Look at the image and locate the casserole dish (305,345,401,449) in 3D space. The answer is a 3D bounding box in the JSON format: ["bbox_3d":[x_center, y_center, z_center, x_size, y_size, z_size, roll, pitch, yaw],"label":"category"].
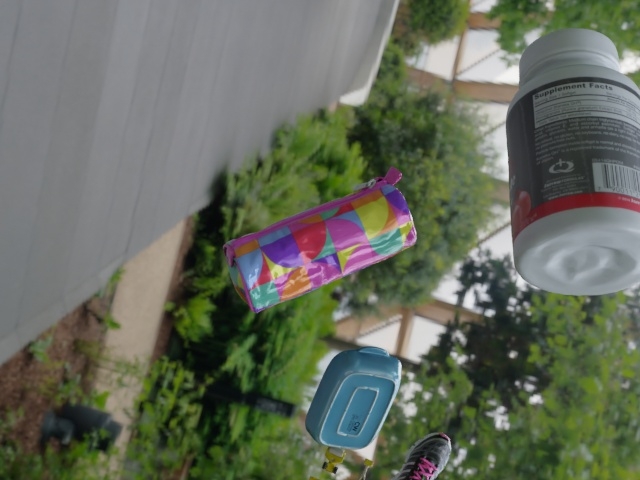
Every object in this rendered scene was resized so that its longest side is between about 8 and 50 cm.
[{"bbox_3d":[0.049,0.234,1.296,0.037,0.114,0.188,-105,-149,-56],"label":"casserole dish"}]

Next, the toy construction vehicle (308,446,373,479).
[{"bbox_3d":[0.027,0.362,1.350,0.035,0.085,0.098,81,28,-71],"label":"toy construction vehicle"}]

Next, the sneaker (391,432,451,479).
[{"bbox_3d":[0.153,0.383,1.440,0.170,0.063,0.075,-49,-168,-1],"label":"sneaker"}]

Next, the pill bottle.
[{"bbox_3d":[0.324,-0.106,1.142,0.176,0.176,0.319,102,-6,-59],"label":"pill bottle"}]

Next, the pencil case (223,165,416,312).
[{"bbox_3d":[0.000,0.000,1.103,0.104,0.236,0.104,61,-11,20],"label":"pencil case"}]
